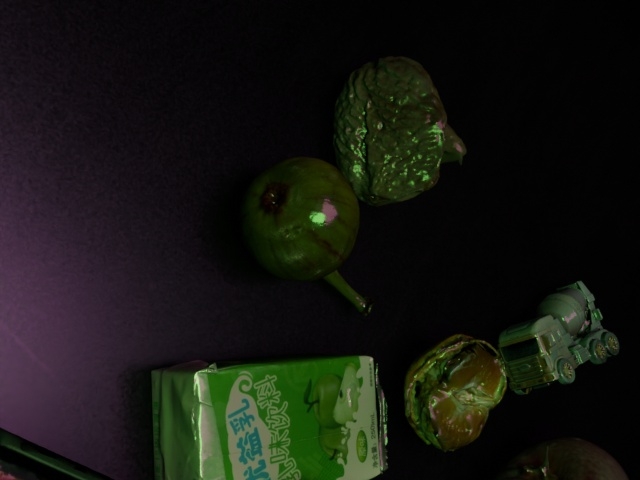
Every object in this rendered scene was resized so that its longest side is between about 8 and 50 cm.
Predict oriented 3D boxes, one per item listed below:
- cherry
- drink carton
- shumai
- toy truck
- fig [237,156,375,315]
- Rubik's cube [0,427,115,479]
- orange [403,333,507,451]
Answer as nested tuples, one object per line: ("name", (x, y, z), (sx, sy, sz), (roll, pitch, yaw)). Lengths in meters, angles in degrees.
("cherry", (0.360, 0.442, 1.123), (0.261, 0.221, 0.307), (-32, 122, -37))
("drink carton", (-0.054, 0.212, 0.865), (0.271, 0.108, 0.161), (1, 83, -41))
("shumai", (0.118, -0.145, 1.057), (0.175, 0.166, 0.206), (13, 75, -62))
("toy truck", (0.405, 0.161, 1.276), (0.256, 0.108, 0.140), (-13, 80, -43))
("fig", (0.000, 0.000, 0.946), (0.259, 0.151, 0.151), (48, 53, -54))
("Rubik's cube", (-0.267, 0.292, 0.578), (0.246, 0.250, 0.248), (39, 58, -30))
("orange", (0.182, 0.212, 1.069), (0.170, 0.112, 0.160), (-13, 104, -18))
